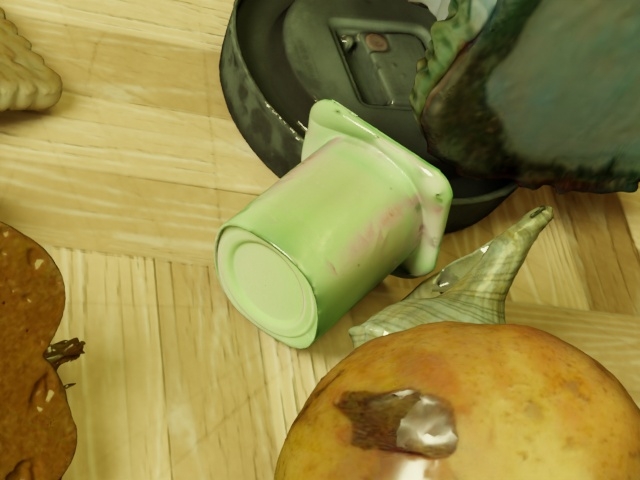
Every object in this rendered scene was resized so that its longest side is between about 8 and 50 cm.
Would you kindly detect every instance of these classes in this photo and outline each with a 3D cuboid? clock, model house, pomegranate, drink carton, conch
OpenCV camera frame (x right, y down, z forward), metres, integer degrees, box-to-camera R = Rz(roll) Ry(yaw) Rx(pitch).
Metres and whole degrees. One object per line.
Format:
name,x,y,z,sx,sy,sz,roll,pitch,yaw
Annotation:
clock,0.059,-0.147,1.208,0.325,0.067,0.325,15,49,-17
model house,0.209,-0.266,1.161,0.360,0.297,0.339,0,48,-30
pomegranate,0.101,0.190,0.822,0.281,0.281,0.281,15,48,-17
drink carton,0.000,0.000,1.013,0.146,0.144,0.142,34,55,21
conch,0.095,0.084,1.015,0.234,0.137,0.114,-37,102,-34

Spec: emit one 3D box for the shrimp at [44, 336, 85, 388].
shrimp,-0.269,0.077,0.821,0.249,0.150,0.068,0,12,-41

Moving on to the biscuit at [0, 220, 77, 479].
biscuit,-0.251,0.119,0.772,0.208,0.041,0.290,34,68,-32

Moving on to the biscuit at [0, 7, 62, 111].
biscuit,-0.362,-0.217,1.018,0.325,0.044,0.217,49,24,16
